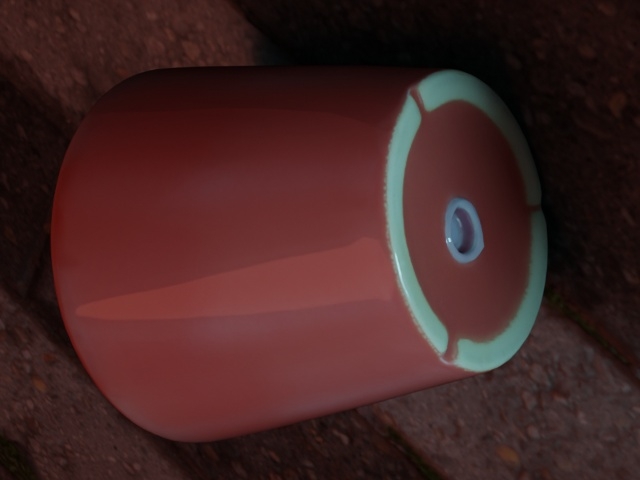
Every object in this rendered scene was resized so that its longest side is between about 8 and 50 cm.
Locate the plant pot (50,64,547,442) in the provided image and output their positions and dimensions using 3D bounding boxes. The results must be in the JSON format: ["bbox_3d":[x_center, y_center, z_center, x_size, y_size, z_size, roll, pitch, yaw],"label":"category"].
[{"bbox_3d":[0.000,0.000,1.189,0.243,0.275,0.275,-6,113,36],"label":"plant pot"}]
